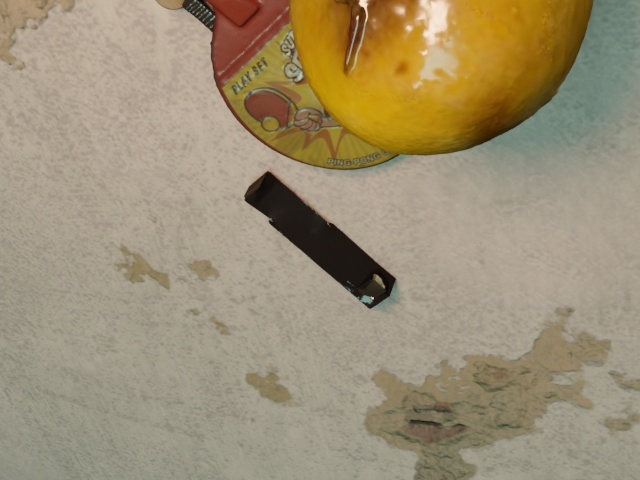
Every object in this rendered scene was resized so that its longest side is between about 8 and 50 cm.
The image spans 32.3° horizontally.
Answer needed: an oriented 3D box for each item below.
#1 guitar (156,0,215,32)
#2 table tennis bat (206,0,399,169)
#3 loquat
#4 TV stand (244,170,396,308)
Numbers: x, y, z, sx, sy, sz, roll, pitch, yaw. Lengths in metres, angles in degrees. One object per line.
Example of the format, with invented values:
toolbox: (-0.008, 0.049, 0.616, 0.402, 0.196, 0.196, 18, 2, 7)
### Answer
guitar: (-0.154, -0.300, 1.417, 0.084, 0.038, 0.271, -32, 118, 35)
table tennis bat: (-0.036, -0.244, 1.392, 0.415, 0.051, 0.268, 38, 125, -21)
loquat: (0.141, -0.253, 1.181, 0.328, 0.359, 0.328, -1, 88, 41)
TV stand: (0.000, 0.000, 1.611, 0.256, 0.040, 0.049, 41, 131, -16)
